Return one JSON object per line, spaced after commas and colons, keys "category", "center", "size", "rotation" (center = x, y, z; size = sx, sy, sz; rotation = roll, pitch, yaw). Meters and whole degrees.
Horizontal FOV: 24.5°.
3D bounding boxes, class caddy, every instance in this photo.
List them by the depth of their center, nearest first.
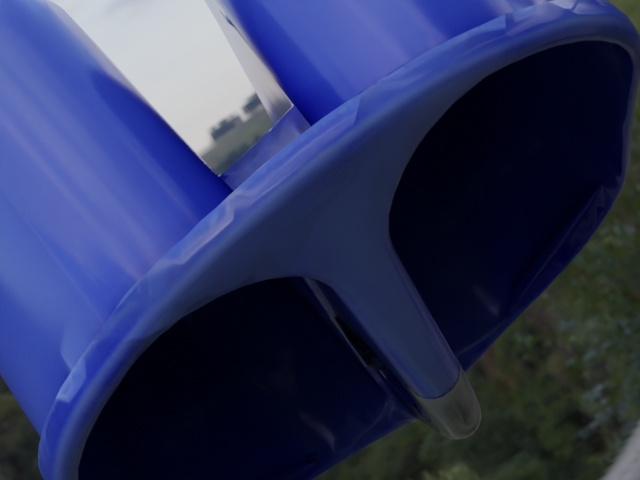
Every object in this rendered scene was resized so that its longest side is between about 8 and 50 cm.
{"category": "caddy", "center": [0.000, 0.000, 0.547], "size": [0.241, 0.179, 0.341], "rotation": [-38, -18, -2]}
